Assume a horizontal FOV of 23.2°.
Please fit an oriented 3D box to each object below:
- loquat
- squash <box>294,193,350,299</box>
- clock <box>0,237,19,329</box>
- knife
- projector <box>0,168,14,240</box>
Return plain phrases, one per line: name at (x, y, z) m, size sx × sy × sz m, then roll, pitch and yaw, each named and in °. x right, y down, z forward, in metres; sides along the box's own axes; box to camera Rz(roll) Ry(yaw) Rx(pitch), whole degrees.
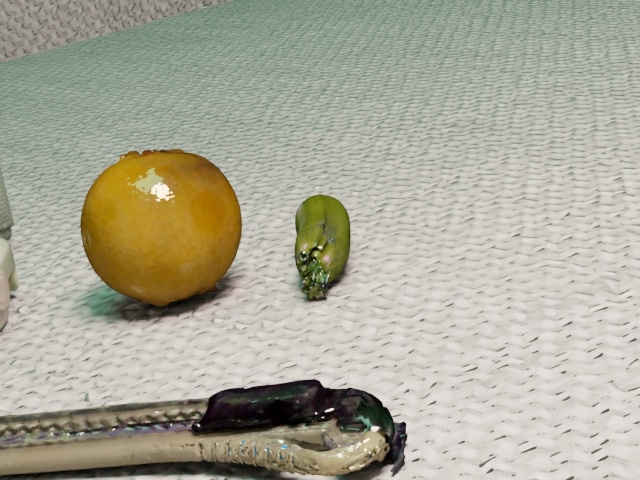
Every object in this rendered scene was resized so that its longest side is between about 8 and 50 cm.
loquat at (-0.132, -0.012, 1.300) m, size 0.141 × 0.141 × 0.141 m, roll -10°, pitch 16°, yaw 3°
squash at (0.000, 0.000, 1.316) m, size 0.052 × 0.052 × 0.183 m, roll -9°, pitch 15°, yaw 5°
clock at (-0.334, 0.055, 1.318) m, size 0.152 × 0.062 × 0.191 m, roll -12°, pitch 17°, yaw -7°
knife at (-0.121, 0.123, 0.993) m, size 0.365 × 0.043 × 0.089 m, roll -5°, pitch 16°, yaw 20°
projector at (-0.450, 0.001, 1.514) m, size 0.192 × 0.099 × 0.257 m, roll 1°, pitch 20°, yaw 31°
